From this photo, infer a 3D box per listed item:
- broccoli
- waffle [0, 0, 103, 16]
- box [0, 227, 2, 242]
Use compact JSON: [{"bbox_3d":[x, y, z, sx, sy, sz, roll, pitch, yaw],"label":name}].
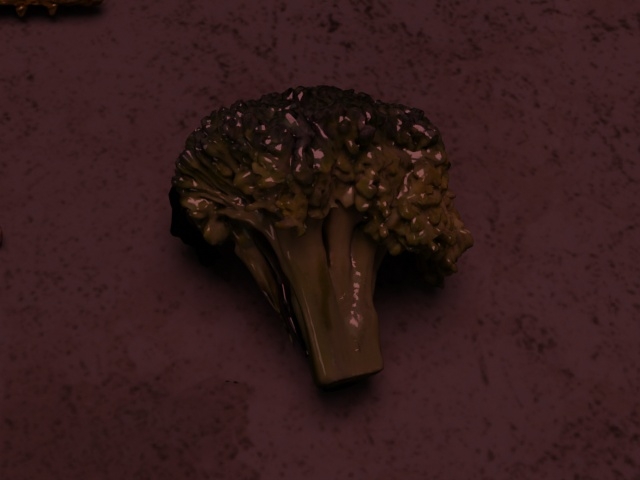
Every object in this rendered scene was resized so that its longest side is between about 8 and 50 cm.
[{"bbox_3d":[0.000,0.000,1.247,0.247,0.263,0.243,-13,81,25],"label":"broccoli"},{"bbox_3d":[-0.313,-0.247,1.444,0.192,0.046,0.160,-29,63,-21],"label":"waffle"},{"bbox_3d":[-0.319,-0.030,1.312,0.048,0.025,0.115,-30,64,-28],"label":"box"}]
